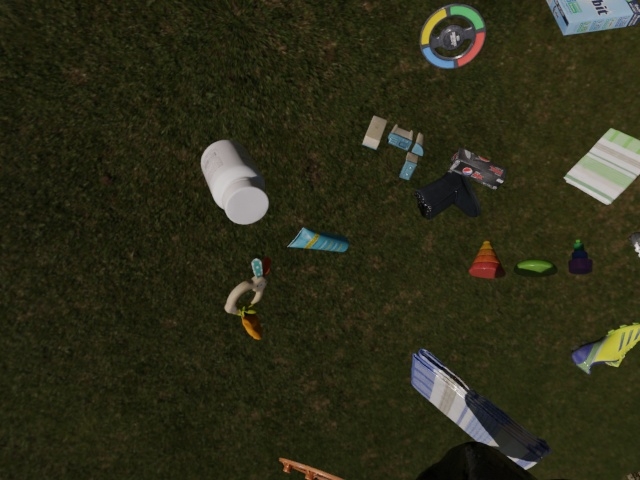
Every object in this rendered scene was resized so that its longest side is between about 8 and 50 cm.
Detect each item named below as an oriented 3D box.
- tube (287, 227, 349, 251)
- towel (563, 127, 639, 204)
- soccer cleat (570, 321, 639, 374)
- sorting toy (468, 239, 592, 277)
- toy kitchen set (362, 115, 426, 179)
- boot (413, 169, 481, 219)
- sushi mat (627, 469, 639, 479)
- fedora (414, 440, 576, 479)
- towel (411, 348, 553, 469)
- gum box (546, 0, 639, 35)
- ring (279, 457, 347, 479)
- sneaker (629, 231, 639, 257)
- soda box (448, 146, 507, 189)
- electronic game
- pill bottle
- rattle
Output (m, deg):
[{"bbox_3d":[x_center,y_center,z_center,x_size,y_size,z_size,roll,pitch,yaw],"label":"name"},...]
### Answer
[{"bbox_3d":[0.000,0.000,1.180,0.207,0.052,0.080,8,128,-46],"label":"tube"},{"bbox_3d":[0.649,-0.166,0.896,0.152,0.113,0.023,-49,148,8],"label":"towel"},{"bbox_3d":[1.079,0.399,1.471,0.289,0.121,0.093,-28,139,7],"label":"soccer cleat"},{"bbox_3d":[0.690,0.050,1.341,0.366,0.126,0.127,-6,155,33],"label":"sorting toy"},{"bbox_3d":[0.245,-0.305,1.407,0.207,0.122,0.166,22,144,2],"label":"toy kitchen set"},{"bbox_3d":[0.476,-0.139,1.510,0.207,0.094,0.246,-35,120,-2],"label":"boot"},{"bbox_3d":[0.828,0.612,0.911,0.151,0.316,0.019,-40,82,21],"label":"sushi mat"},{"bbox_3d":[0.207,0.368,0.521,0.334,0.152,0.334,-34,162,-13],"label":"fedora"},{"bbox_3d":[0.311,0.354,0.831,0.034,0.285,0.209,-41,146,-21],"label":"towel"},{"bbox_3d":[0.726,-0.628,1.068,0.185,0.156,0.041,-7,153,5],"label":"gum box"},{"bbox_3d":[0.039,0.678,1.108,0.337,0.032,0.336,15,148,10],"label":"ring"},{"bbox_3d":[0.937,0.057,1.052,0.078,0.234,0.106,-16,155,-44],"label":"sneaker"},{"bbox_3d":[0.501,-0.228,1.273,0.169,0.060,0.053,25,149,0],"label":"soda box"},{"bbox_3d":[0.476,-0.733,1.446,0.230,0.048,0.229,10,140,8],"label":"electronic game"},{"bbox_3d":[-0.210,-0.144,0.990,0.131,0.229,0.131,-16,132,-18],"label":"pill bottle"},{"bbox_3d":[-0.182,0.165,1.188,0.199,0.143,0.130,-49,133,4],"label":"rattle"}]
